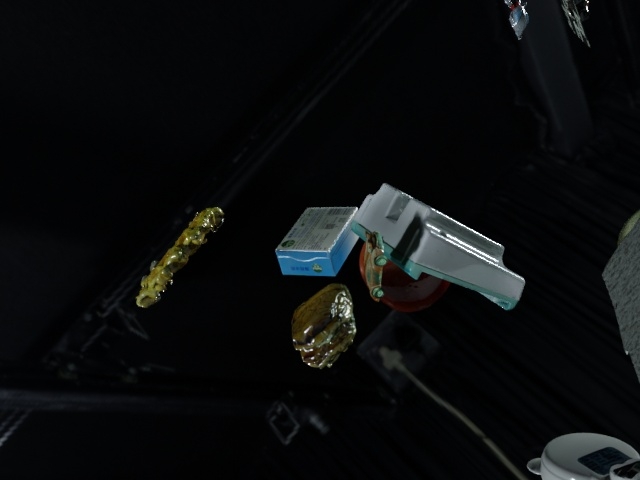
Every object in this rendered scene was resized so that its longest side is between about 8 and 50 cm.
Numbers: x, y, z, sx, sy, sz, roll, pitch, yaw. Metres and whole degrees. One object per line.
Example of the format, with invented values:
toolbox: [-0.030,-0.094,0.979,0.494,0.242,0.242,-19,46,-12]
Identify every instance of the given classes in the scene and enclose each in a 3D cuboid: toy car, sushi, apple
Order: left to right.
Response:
toy car: [0.085,0.043,1.235,0.035,0.059,0.122,-1,-51,-6]
apple: [0.240,0.062,2.134,0.260,0.260,0.216,-43,-13,-7]
sushi: [0.433,-0.487,1.371,0.043,0.192,0.279,-23,-70,16]

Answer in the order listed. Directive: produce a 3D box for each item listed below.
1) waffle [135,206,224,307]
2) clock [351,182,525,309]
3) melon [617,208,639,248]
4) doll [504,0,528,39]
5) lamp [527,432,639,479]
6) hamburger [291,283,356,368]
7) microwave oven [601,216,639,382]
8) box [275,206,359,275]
waffle: [-0.283,0.023,1.597,0.262,0.060,0.280,-42,11,31]
clock: [0.209,0.003,1.372,0.231,0.262,0.116,20,-80,-24]
melon: [0.706,0.031,1.422,0.308,0.272,0.272,22,-72,-18]
doll: [0.455,-0.515,1.784,0.039,0.114,0.057,-14,-13,31]
lamp: [0.505,0.430,1.399,0.179,0.246,0.108,-14,-79,-24]
hamburger: [0.000,0.205,1.946,0.183,0.206,0.130,-40,-56,21]
microwave oven: [0.543,0.096,0.895,0.236,0.432,0.374,17,-55,-7]
box: [0.000,0.000,1.818,0.194,0.139,0.073,-56,-42,-49]
